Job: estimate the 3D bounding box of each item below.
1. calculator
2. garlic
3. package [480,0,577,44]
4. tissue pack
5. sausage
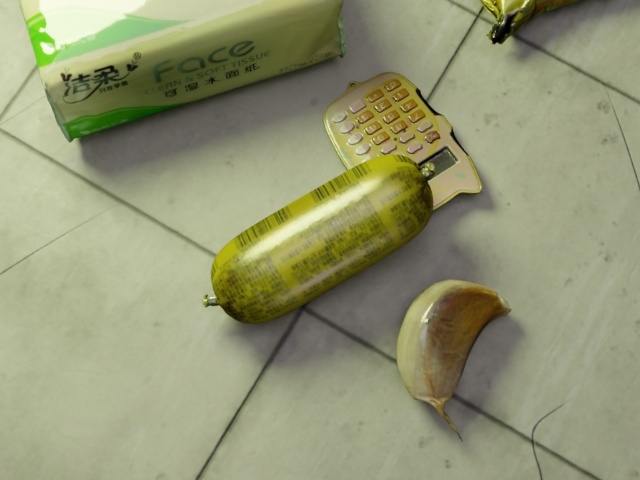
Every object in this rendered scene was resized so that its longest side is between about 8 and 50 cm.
[{"bbox_3d":[0.107,-0.128,1.428,0.157,0.033,0.236,-32,76,-8],"label":"calculator"},{"bbox_3d":[0.160,0.142,1.331,0.129,0.090,0.198,24,71,-8],"label":"garlic"},{"bbox_3d":[0.312,-0.387,1.470,0.226,0.090,0.168,-22,80,-4],"label":"package"},{"bbox_3d":[-0.206,-0.362,1.392,0.405,0.205,0.331,-18,73,-7],"label":"tissue pack"},{"bbox_3d":[0.000,0.000,1.329,0.347,0.123,0.123,-30,78,2],"label":"sausage"}]
